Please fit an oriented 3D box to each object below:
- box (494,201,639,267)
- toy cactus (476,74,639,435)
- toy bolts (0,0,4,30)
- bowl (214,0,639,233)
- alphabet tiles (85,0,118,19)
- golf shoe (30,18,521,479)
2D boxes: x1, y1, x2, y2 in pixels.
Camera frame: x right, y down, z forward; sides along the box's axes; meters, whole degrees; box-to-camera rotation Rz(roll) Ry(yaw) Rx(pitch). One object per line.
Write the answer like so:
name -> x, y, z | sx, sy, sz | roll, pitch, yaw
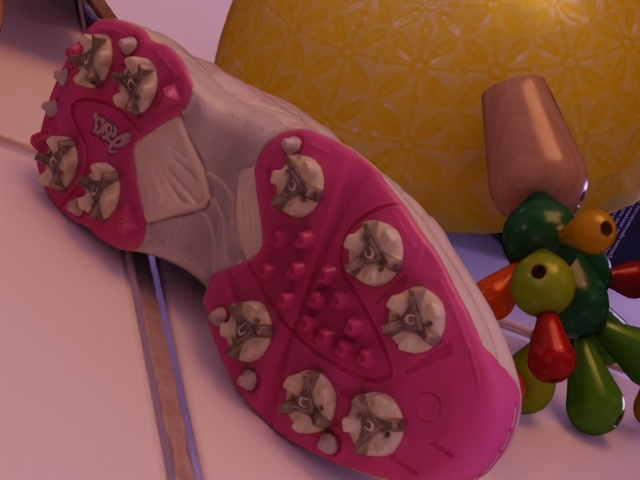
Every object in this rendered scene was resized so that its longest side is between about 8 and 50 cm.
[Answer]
box -> 0.164, -0.048, 1.226 | 0.158, 0.093, 0.156 | 15, 21, -36
toy cactus -> 0.125, 0.004, 0.934 | 0.219, 0.112, 0.180 | 12, 61, -62
toy bolts -> -0.268, -0.177, 0.993 | 0.218, 0.158, 0.228 | -15, 35, 1
bowl -> 0.081, -0.144, 1.089 | 0.289, 0.156, 0.289 | 2, 32, -1
alphabet tiles -> -0.182, -0.205, 1.138 | 0.198, 0.009, 0.237 | 56, -3, -38
golf shoe -> 0.000, 0.000, 0.839 | 0.140, 0.115, 0.306 | 12, 24, -47
